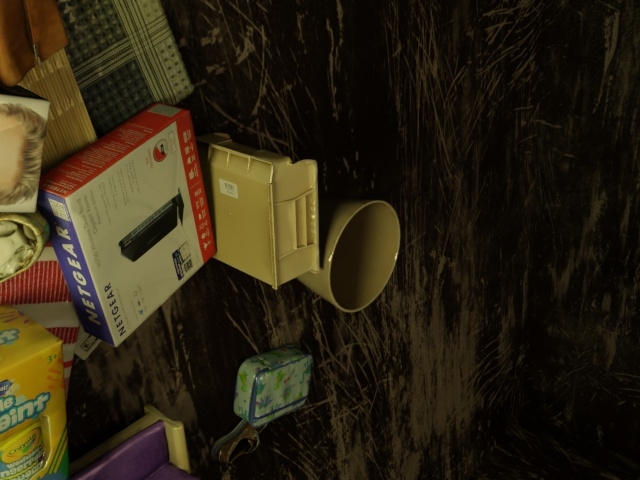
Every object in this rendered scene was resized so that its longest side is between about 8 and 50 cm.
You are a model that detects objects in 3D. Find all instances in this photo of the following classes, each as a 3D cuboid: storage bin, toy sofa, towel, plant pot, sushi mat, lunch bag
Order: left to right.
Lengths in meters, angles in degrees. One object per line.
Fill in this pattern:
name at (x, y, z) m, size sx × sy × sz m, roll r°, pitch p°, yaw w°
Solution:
towel at (-0.519, 0.154, 1.170) m, size 0.237 × 0.037 × 0.329 m, roll 1°, pitch 109°, yaw -47°
sushi mat at (-0.442, -0.189, 1.089) m, size 0.151 × 0.019 × 0.317 m, roll -37°, pitch 134°, yaw -32°
towel at (-0.382, -0.319, 1.153) m, size 0.312 × 0.056 × 0.324 m, roll -42°, pitch 137°, yaw -28°
toy sofa at (-0.422, 0.502, 1.368) m, size 0.362 × 0.177 × 0.150 m, roll -28°, pitch 127°, yaw -40°
storage bin at (-0.139, -0.071, 1.386) m, size 0.123 × 0.262 × 0.260 m, roll -25°, pitch 125°, yaw -41°
lunch bag at (-0.117, 0.373, 1.766) m, size 0.219 × 0.090 × 0.176 m, roll -10°, pitch 116°, yaw -48°
plant pot at (0.000, 0.000, 1.581) m, size 0.256 × 0.274 × 0.257 m, roll -24°, pitch 124°, yaw -43°

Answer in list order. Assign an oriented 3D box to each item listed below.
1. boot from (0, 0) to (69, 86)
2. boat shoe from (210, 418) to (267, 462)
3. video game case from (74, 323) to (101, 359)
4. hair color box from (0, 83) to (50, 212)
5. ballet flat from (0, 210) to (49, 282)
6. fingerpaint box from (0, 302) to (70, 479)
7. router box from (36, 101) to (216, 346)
boot at (-0.382, -0.389, 0.943) m, size 0.280 × 0.096 × 0.264 m, roll 89°, pitch 18°, yaw -48°
boat shoe at (-0.191, 0.507, 1.750) m, size 0.183 × 0.066 × 0.066 m, roll -34°, pitch 131°, yaw -38°
video game case at (-0.435, 0.100, 1.292) m, size 0.201 × 0.023 × 0.183 m, roll -52°, pitch 140°, yaw -20°
hair color box at (-0.550, -0.133, 0.899) m, size 0.347 × 0.105 × 0.174 m, roll -3°, pitch 112°, yaw -48°
ballet flat at (-0.554, 0.055, 0.985) m, size 0.348 × 0.123 × 0.123 m, roll -31°, pitch 130°, yaw -21°
fingerpaint box at (-0.592, 0.351, 0.980) m, size 0.445 × 0.163 × 0.371 m, roll -26°, pitch 131°, yaw -49°
router box at (-0.330, -0.030, 1.233) m, size 0.301 × 0.082 × 0.335 m, roll -49°, pitch 147°, yaw -41°
